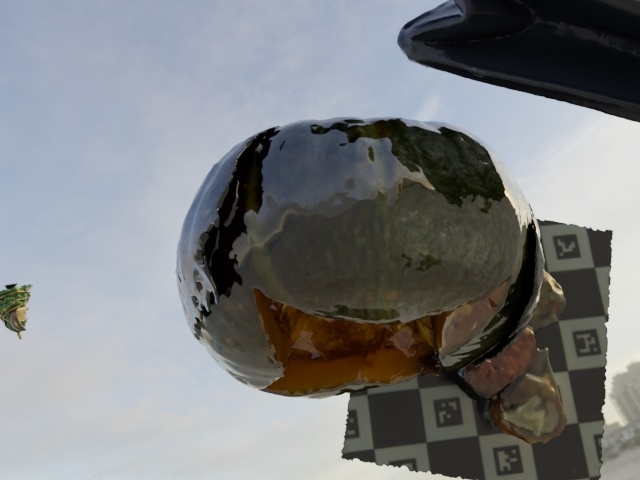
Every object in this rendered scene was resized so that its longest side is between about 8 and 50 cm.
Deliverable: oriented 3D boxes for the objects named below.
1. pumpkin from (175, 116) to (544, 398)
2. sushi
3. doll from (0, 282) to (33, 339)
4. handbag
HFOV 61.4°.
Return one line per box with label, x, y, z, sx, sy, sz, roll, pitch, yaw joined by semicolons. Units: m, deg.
pumpkin;0.030;0.025;0.489;0.321;0.192;0.320;-5;-35;-3
sushi;0.203;0.113;0.636;0.321;0.339;0.069;11;-13;-1
doll;-0.627;0.141;1.082;0.077;0.112;0.078;10;-12;-36
handbag;0.240;-0.202;0.443;0.325;0.269;0.118;-48;-24;-46
